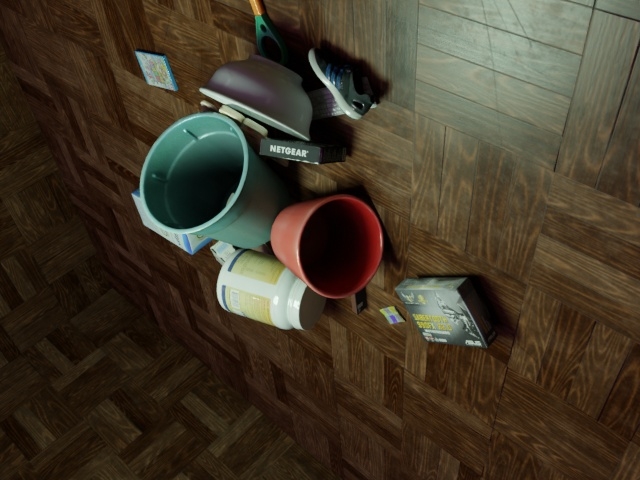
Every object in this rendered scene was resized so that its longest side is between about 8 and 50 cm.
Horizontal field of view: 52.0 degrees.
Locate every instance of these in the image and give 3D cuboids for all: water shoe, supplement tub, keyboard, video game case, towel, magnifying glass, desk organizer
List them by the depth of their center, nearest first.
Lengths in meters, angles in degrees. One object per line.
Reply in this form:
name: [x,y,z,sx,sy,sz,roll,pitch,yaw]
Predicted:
water shoe: [0.053,-0.370,1.484,0.080,0.073,0.203,-39,78,28]
keyboard: [0.040,-0.339,1.582,0.256,0.014,0.072,2,126,53]
magnifying glass: [-0.139,-0.528,1.600,0.092,0.026,0.230,17,136,45]
towel: [0.219,0.227,1.992,0.060,0.009,0.083,54,151,-8]
desk organizer: [0.107,0.166,2.039,0.050,0.047,0.130,31,146,35]
video game case: [-0.532,-0.552,2.125,0.166,0.015,0.119,23,141,40]
supplement tub: [-0.158,0.164,2.179,0.316,0.228,0.228,14,137,26]

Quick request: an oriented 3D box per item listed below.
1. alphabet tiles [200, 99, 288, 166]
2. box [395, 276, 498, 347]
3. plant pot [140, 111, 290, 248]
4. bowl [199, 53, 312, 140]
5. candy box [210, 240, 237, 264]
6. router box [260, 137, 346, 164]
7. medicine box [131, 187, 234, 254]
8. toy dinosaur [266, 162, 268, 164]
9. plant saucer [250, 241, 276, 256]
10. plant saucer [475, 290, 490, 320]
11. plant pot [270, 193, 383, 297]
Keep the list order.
alphabet tiles: [-0.211,-0.294,1.844,0.278,0.021,0.284,31,171,1]
box: [0.322,0.183,1.692,0.231,0.056,0.183,-5,121,56]
plant pot: [-0.269,-0.139,1.858,0.341,0.341,0.334,33,180,29]
bowl: [-0.134,-0.363,1.602,0.298,0.134,0.298,23,-175,-2]
candy box: [-0.302,0.105,2.471,0.233,0.071,0.159,43,167,12]
router box: [-0.043,-0.229,1.663,0.179,0.133,0.046,13,105,30]
medicine box: [-0.440,-0.127,2.232,0.289,0.263,0.149,27,144,36]
toy dinosaur: [-0.252,-0.280,2.028,0.212,0.064,0.112,8,161,46]
plant saucer: [-0.212,0.038,2.343,0.199,0.036,0.198,35,148,25]
plant saucer: [0.371,0.167,1.693,0.168,0.029,0.168,35,148,25]
plant pot: [0.000,0.000,1.807,0.243,0.275,0.274,17,138,60]
